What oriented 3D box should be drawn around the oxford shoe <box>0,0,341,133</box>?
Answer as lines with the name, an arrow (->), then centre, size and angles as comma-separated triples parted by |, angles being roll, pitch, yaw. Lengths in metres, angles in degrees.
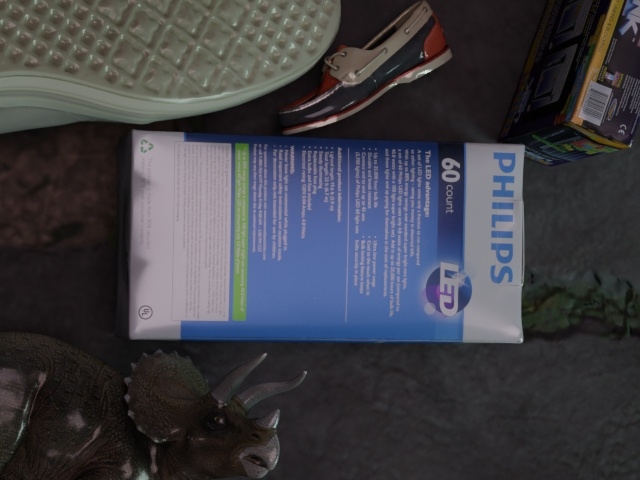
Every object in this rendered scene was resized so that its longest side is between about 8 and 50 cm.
oxford shoe -> -0.196, -0.134, 1.153 | 0.449, 0.130, 0.169 | -13, 85, -28

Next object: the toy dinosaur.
toy dinosaur -> -0.176, 0.123, 1.158 | 0.313, 0.121, 0.160 | 13, 83, 6

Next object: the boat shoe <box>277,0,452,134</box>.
boat shoe -> 0.026, -0.113, 1.234 | 0.137, 0.049, 0.043 | -30, 108, -19

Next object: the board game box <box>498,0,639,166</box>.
board game box -> 0.185, -0.139, 1.227 | 0.048, 0.141, 0.170 | 21, 83, -10

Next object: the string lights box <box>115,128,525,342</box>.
string lights box -> 0.000, 0.000, 1.211 | 0.259, 0.077, 0.133 | 2, 88, -13
